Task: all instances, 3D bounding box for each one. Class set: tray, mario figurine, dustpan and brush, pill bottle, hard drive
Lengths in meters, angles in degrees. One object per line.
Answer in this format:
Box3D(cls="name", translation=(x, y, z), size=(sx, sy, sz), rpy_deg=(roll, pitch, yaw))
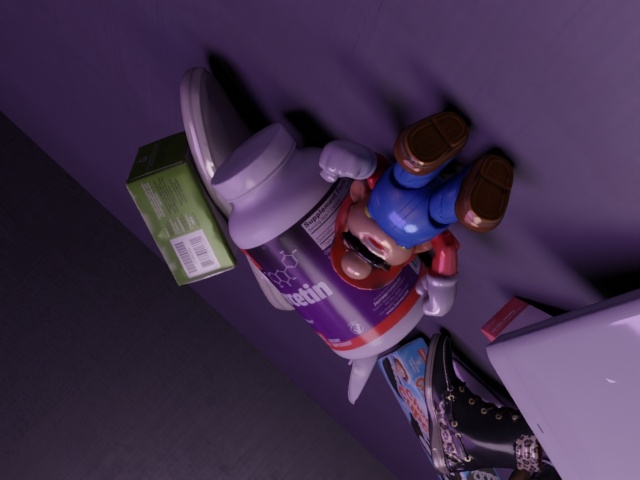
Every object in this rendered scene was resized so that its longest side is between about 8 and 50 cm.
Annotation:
Box3D(cls="tray", translation=(0.246, 0.283, 1.727), size=(0.145, 0.030, 0.270), rpy_deg=(44, 165, 1))
Box3D(cls="mario figurine", translation=(0.084, -0.011, 1.069), size=(0.320, 0.170, 0.198), rpy_deg=(132, 126, -67))
Box3D(cls="dustpan and brush", translation=(0.085, 0.190, 1.771), size=(0.060, 0.147, 0.211), rpy_deg=(23, 135, 1))
Box3D(cls="pill bottle", translation=(0.000, 0.000, 1.303), size=(0.323, 0.181, 0.181), rpy_deg=(49, 164, -19))
Box3D(cls="hard drive", translation=(0.317, 0.149, 0.902), size=(0.203, 0.040, 0.307), rpy_deg=(58, 144, -1))

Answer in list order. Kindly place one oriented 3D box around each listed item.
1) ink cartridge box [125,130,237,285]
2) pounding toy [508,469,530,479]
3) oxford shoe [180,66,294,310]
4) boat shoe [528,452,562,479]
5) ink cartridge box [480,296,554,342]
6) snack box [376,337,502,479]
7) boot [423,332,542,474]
Box3D(cls="ink cartridge box", translation=(-0.202, -0.080, 1.467), size=(0.255, 0.097, 0.189), rpy_deg=(-95, -16, -61))
Box3D(cls="pounding toy", translation=(0.416, 0.503, 1.606), size=(0.269, 0.154, 0.155), rpy_deg=(22, 156, 33))
Box3D(cls="oxford shoe", translation=(-0.082, -0.077, 1.437), size=(0.130, 0.169, 0.449), rpy_deg=(-14, 126, 18))
Box3D(cls="boat shoe", translation=(0.458, 0.443, 1.448), size=(0.335, 0.119, 0.121), rpy_deg=(25, 156, 49))
Box3D(cls="ink cartridge box", translation=(0.292, 0.154, 1.143), size=(0.115, 0.067, 0.198), rpy_deg=(51, 172, -24))
Box3D(cls="snack box", translation=(0.214, 0.334, 1.683), size=(0.322, 0.060, 0.187), rpy_deg=(61, 167, 8))
Box3D(cls="boot", translation=(0.262, 0.264, 1.520), size=(0.178, 0.236, 0.085), rpy_deg=(-2, -172, 21))
